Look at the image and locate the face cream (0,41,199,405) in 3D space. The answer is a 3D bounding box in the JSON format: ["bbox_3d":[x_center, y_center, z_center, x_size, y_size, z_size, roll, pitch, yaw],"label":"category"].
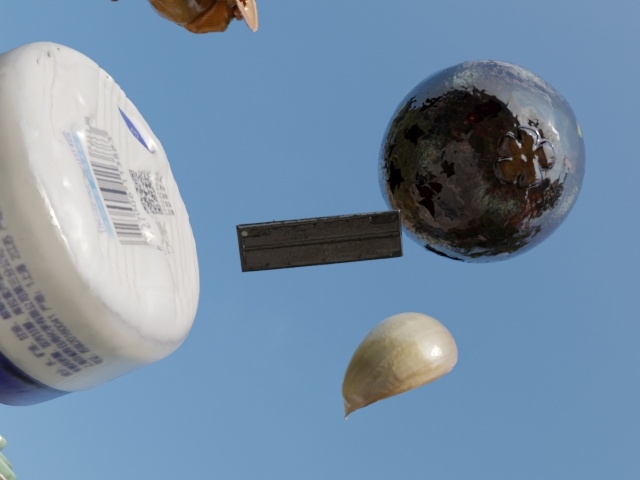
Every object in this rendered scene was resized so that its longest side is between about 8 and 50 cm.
[{"bbox_3d":[-0.159,-0.012,0.513,0.111,0.206,0.205,-22,-83,9],"label":"face cream"}]

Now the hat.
[{"bbox_3d":[-0.254,-0.445,1.428,0.233,0.244,0.233,-14,-99,10],"label":"hat"}]

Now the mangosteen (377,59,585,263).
[{"bbox_3d":[0.209,-0.103,1.139,0.288,0.288,0.287,14,-64,29],"label":"mangosteen"}]

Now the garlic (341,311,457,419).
[{"bbox_3d":[0.141,0.221,1.514,0.145,0.245,0.164,48,-29,32],"label":"garlic"}]

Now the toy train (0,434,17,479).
[{"bbox_3d":[-0.360,0.165,0.684,0.304,0.150,0.221,51,-26,-10],"label":"toy train"}]

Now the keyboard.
[{"bbox_3d":[0.000,0.000,1.016,0.198,0.010,0.063,-5,-70,-1],"label":"keyboard"}]
